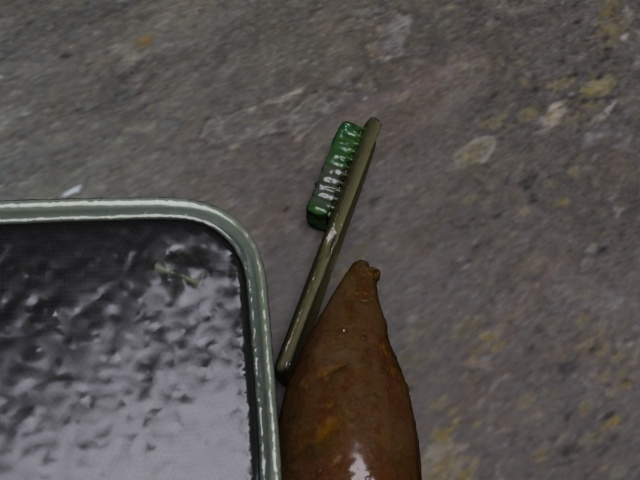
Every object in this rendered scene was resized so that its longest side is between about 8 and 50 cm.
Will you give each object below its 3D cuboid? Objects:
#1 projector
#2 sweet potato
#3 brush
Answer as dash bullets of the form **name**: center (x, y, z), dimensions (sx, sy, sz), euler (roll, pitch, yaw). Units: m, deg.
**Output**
- **projector**: center (-0.167, 0.133, 0.582), dimensions (0.248, 0.249, 0.248), euler (-2, 66, -10)
- **sweet potato**: center (0.023, 0.163, 0.664), dimensions (0.131, 0.131, 0.337), euler (9, 67, -5)
- **brush**: center (0.000, 0.000, 0.775), dimensions (0.048, 0.054, 0.282), euler (15, 65, 8)
